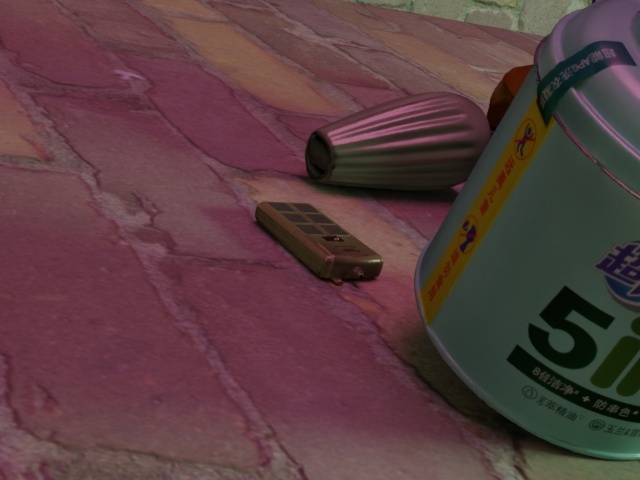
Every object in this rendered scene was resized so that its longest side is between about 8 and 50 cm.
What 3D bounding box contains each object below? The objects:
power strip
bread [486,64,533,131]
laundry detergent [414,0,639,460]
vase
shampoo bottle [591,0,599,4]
[{"bbox_3d":[0.000,0.000,1.197,0.076,0.028,0.169,1,24,-36],"label":"power strip"},{"bbox_3d":[0.418,-0.184,1.814,0.195,0.149,0.344,4,22,-31],"label":"bread"},{"bbox_3d":[0.265,-0.026,0.938,0.287,0.305,0.287,16,39,-13],"label":"laundry detergent"},{"bbox_3d":[0.096,-0.120,1.462,0.248,0.128,0.128,-11,31,-32],"label":"vase"},{"bbox_3d":[0.468,-0.136,1.456,0.342,0.331,0.331,19,20,9],"label":"shampoo bottle"}]
